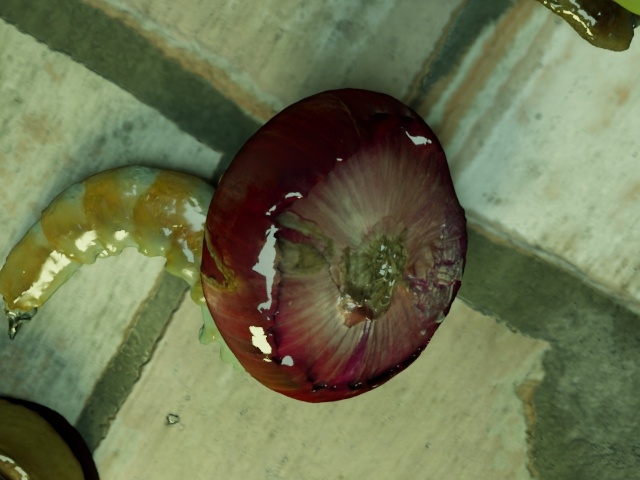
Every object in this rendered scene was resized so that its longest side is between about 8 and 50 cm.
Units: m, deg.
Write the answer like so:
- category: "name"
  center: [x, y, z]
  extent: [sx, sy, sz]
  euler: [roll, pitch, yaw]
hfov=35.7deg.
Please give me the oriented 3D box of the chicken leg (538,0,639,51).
- category: "chicken leg"
  center: [0.161, -0.209, 0.747]
  extent: [0.198, 0.069, 0.085]
  euler: [37, 86, -13]

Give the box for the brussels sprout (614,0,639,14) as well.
- category: "brussels sprout"
  center: [0.268, -0.291, 0.592]
  extent: [0.344, 0.268, 0.344]
  euler: [33, 140, 34]

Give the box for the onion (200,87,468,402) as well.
- category: "onion"
  center: [0.010, 0.003, 0.770]
  extent: [0.248, 0.161, 0.248]
  euler: [-10, 116, -22]

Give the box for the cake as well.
- category: "cake"
  center: [-0.322, 0.258, 0.914]
  extent: [0.208, 0.178, 0.185]
  euler: [8, 109, 2]

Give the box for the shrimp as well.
- category: "shrimp"
  center: [-0.155, 0.024, 0.864]
  extent: [0.287, 0.068, 0.185]
  euler: [3, 111, 7]
